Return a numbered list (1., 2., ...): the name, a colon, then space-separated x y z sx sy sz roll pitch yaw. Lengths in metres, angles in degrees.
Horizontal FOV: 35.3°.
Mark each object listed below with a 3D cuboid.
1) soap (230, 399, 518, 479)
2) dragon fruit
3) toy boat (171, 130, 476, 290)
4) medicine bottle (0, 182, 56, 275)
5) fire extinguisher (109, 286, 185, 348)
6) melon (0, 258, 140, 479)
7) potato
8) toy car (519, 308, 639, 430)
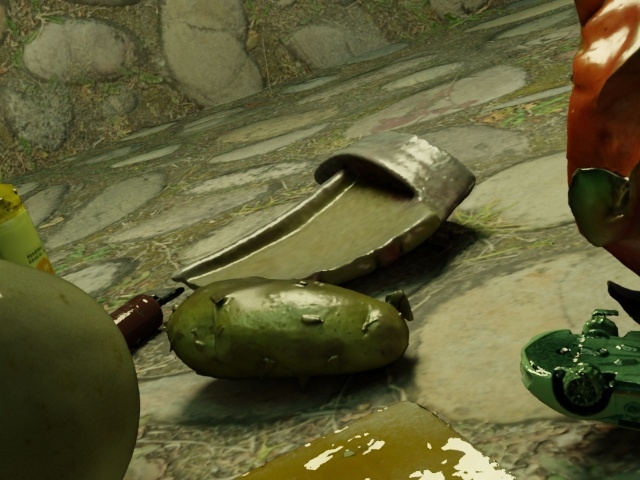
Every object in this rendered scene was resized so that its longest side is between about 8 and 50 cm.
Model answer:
1. soap: -0.025 0.186 0.520 0.257 0.080 0.160 -23 17 -16
2. dragon fruit: 0.262 -0.076 0.689 0.189 0.290 0.290 -1 23 32
3. toy boat: 0.029 -0.015 1.097 0.276 0.111 0.293 2 38 48
4. medicine bottle: -0.290 0.065 0.909 0.124 0.239 0.124 -19 15 5
5. fire extinguisher: -0.216 0.098 1.069 0.078 0.045 0.157 -26 9 41
6. melon: -0.270 0.132 0.661 0.308 0.272 0.272 -6 12 -20
7. potato: -0.031 0.077 0.857 0.225 0.090 0.117 -1 17 27
8. toy car: 0.216 0.088 0.618 0.186 0.058 0.093 2 23 22
